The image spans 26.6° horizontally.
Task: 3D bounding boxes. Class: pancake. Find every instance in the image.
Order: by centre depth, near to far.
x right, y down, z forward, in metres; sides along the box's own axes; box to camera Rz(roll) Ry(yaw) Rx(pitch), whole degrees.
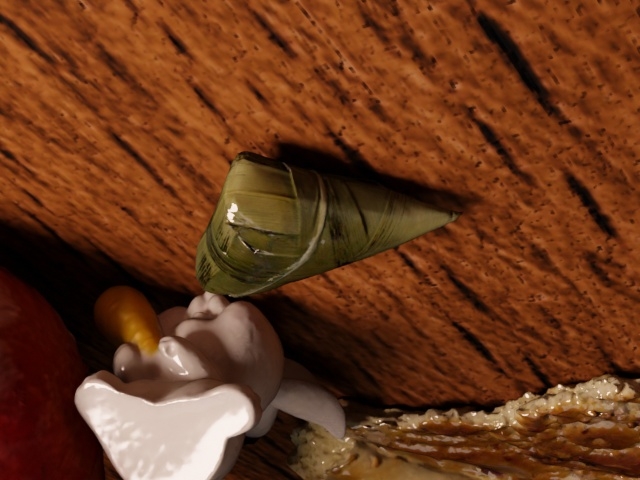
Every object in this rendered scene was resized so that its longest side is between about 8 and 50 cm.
[{"bbox_3d":[0.126,0.139,0.831,0.266,0.057,0.244,20,147,-9],"label":"pancake"}]

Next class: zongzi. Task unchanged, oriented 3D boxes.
[{"bbox_3d":[0.000,0.000,0.672,0.113,0.052,0.104,6,158,-13],"label":"zongzi"}]

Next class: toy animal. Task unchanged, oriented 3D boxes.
[{"bbox_3d":[-0.066,0.086,0.777,0.131,0.182,0.127,-2,104,18],"label":"toy animal"}]

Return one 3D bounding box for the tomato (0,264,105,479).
[{"bbox_3d":[-0.201,0.115,0.745,0.170,0.309,0.309,-31,138,4],"label":"tomato"}]
